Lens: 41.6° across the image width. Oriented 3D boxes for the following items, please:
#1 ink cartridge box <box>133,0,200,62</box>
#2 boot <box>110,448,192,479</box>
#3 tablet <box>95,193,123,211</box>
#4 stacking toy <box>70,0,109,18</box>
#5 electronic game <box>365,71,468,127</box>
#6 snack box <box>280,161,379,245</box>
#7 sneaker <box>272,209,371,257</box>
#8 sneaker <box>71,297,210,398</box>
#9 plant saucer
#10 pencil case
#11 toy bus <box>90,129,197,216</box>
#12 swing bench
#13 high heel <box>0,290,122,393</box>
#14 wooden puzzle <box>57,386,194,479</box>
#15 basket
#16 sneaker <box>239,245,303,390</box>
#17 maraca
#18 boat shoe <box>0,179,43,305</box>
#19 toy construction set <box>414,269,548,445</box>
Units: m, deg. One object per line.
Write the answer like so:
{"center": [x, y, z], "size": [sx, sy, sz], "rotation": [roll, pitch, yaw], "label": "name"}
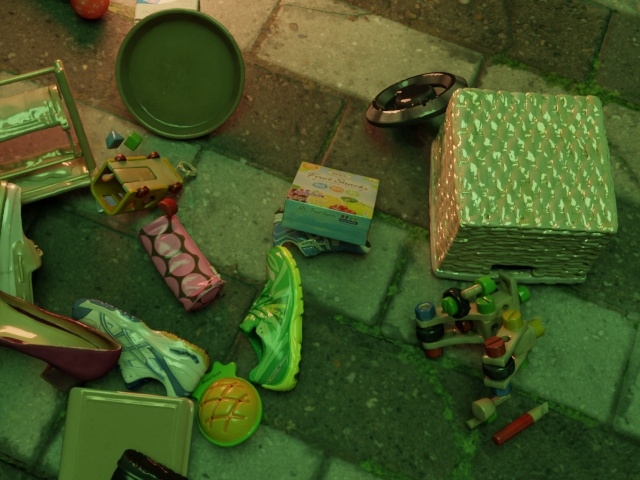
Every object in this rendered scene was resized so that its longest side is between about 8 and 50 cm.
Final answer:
{"center": [-0.348, -0.467, 1.909], "size": [0.139, 0.082, 0.191], "rotation": [2, 69, -3], "label": "ink cartridge box"}
{"center": [-0.292, 0.511, 1.469], "size": [0.246, 0.094, 0.207], "rotation": [29, 93, 4], "label": "boot"}
{"center": [-0.434, -0.092, 1.787], "size": [0.083, 0.006, 0.054], "rotation": [-14, 69, -9], "label": "tablet"}
{"center": [-0.596, -0.651, 1.952], "size": [0.141, 0.141, 0.330], "rotation": [-36, 79, -17], "label": "stacking toy"}
{"center": [0.208, -0.305, 1.830], "size": [0.229, 0.048, 0.229], "rotation": [-17, 27, 9], "label": "electronic game"}
{"center": [0.024, -0.079, 1.717], "size": [0.174, 0.070, 0.207], "rotation": [13, 26, 1], "label": "snack box"}
{"center": [0.000, 0.000, 1.747], "size": [0.211, 0.080, 0.081], "rotation": [15, 84, 6], "label": "sneaker"}
{"center": [-0.364, 0.212, 1.609], "size": [0.296, 0.112, 0.131], "rotation": [24, 80, 13], "label": "sneaker"}
{"center": [-0.301, -0.360, 1.824], "size": [0.277, 0.041, 0.278], "rotation": [-1, 101, -3], "label": "plant saucer"}
{"center": [-0.279, 0.040, 1.697], "size": [0.098, 0.095, 0.209], "rotation": [-43, 75, 16], "label": "pencil case"}
{"center": [-0.372, -0.112, 1.735], "size": [0.202, 0.104, 0.191], "rotation": [30, 32, -24], "label": "toy bus"}
{"center": [-0.611, -0.207, 1.721], "size": [0.253, 0.165, 0.255], "rotation": [-18, 112, -12], "label": "swing bench"}
{"center": [-0.537, 0.130, 1.508], "size": [0.377, 0.181, 0.127], "rotation": [36, 39, -23], "label": "high heel"}
{"center": [-0.357, 0.390, 1.549], "size": [0.238, 0.044, 0.221], "rotation": [6, 84, 2], "label": "wooden puzzle"}
{"center": [0.402, -0.110, 1.711], "size": [0.328, 0.266, 0.332], "rotation": [3, 65, -2], "label": "basket"}
{"center": [-0.097, 0.144, 1.653], "size": [0.123, 0.109, 0.296], "rotation": [2, 67, -7], "label": "sneaker"}
{"center": [-0.180, 0.307, 1.589], "size": [0.127, 0.099, 0.186], "rotation": [-30, 49, -8], "label": "maraca"}
{"center": [-0.598, 0.037, 1.645], "size": [0.103, 0.113, 0.303], "rotation": [4, 93, -25], "label": "boat shoe"}
{"center": [0.356, 0.200, 1.621], "size": [0.237, 0.257, 0.309], "rotation": [-23, 91, -26], "label": "toy construction set"}
